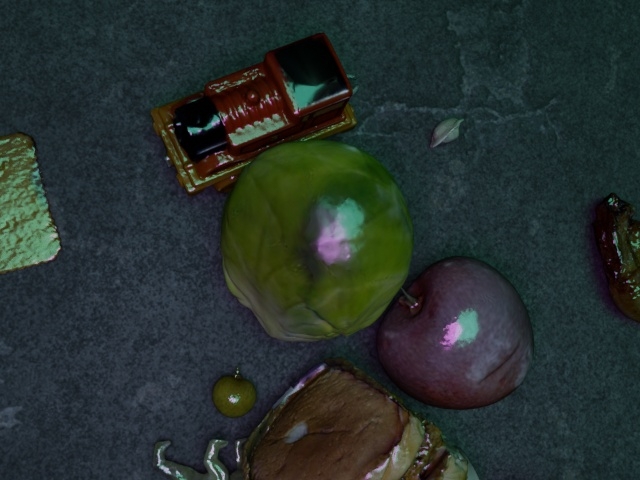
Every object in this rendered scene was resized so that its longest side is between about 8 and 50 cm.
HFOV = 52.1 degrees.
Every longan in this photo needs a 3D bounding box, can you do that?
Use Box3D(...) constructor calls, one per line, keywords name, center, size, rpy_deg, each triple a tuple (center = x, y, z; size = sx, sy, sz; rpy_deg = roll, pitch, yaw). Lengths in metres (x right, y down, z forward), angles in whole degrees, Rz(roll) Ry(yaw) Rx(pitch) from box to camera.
Box3D(name="longan", center=(-0.143, 0.255, 1.100), size=(0.075, 0.075, 0.083), rpy_deg=(14, 78, -9))

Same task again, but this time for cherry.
Box3D(name="cherry", center=(0.236, 0.167, 1.113), size=(0.307, 0.221, 0.261), rpy_deg=(35, 99, -28))

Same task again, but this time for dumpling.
Box3D(name="dumpling", center=(0.242, -0.208, 1.240), size=(0.077, 0.059, 0.043), rpy_deg=(-19, 97, -10))

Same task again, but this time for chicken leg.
Box3D(name="chicken leg", center=(0.621, 0.060, 1.275), size=(0.178, 0.083, 0.322), rpy_deg=(-10, 82, -27))

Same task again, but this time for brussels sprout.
Box3D(name="brussels sprout", center=(0.000, 0.000, 1.056), size=(0.344, 0.344, 0.268), rpy_deg=(53, 44, -1))

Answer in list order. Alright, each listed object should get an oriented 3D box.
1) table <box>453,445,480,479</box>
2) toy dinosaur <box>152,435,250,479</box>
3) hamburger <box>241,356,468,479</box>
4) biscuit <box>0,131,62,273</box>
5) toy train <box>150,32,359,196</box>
Box3D(name="table", center=(0.153, 0.447, 1.106), size=(0.220, 0.126, 0.126), rpy_deg=(-16, 86, -14))
Box3D(name="toy dinosaur", center=(-0.155, 0.407, 1.075), size=(0.294, 0.077, 0.162), rpy_deg=(1, 76, -13))
Box3D(name="hamburger", center=(0.035, 0.332, 0.995), size=(0.277, 0.318, 0.195), rpy_deg=(-45, 118, -8))
Box3D(name="biscuit", center=(-0.572, -0.049, 1.084), size=(0.237, 0.013, 0.231), rpy_deg=(-15, 86, -13))
Box3D(name="toy train", center=(-0.090, -0.216, 1.089), size=(0.369, 0.231, 0.163), rpy_deg=(-25, 85, -14))
